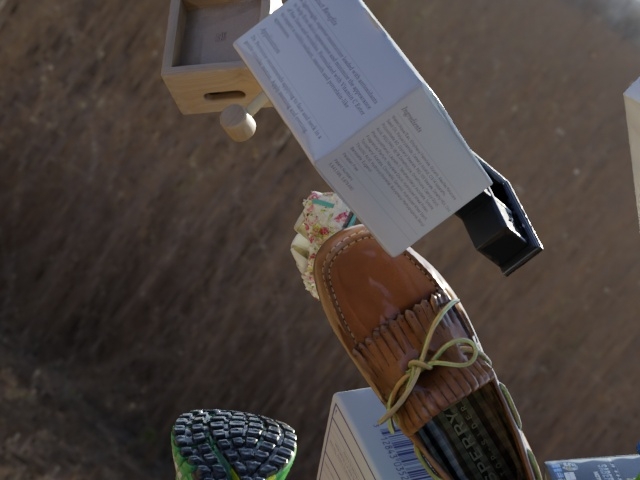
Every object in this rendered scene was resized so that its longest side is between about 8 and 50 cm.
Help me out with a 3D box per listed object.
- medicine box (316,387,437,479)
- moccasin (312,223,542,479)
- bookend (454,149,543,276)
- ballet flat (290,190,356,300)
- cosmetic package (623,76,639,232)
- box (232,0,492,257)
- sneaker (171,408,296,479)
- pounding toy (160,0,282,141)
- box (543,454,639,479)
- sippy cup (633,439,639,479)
[{"bbox_3d":[0.107,0.371,1.776,0.149,0.289,0.263,-7,39,-20],"label":"medicine box"},{"bbox_3d":[0.116,0.152,1.454,0.380,0.139,0.147,64,-3,-15],"label":"moccasin"},{"bbox_3d":[0.236,-0.052,2.090,0.157,0.072,0.156,34,25,-40],"label":"bookend"},{"bbox_3d":[0.000,0.000,1.912,0.077,0.091,0.241,23,-31,5],"label":"ballet flat"},{"bbox_3d":[0.532,-0.108,1.838,0.156,0.217,0.385,36,-19,35],"label":"cosmetic package"},{"bbox_3d":[0.039,-0.114,1.268,0.182,0.119,0.181,47,9,-51],"label":"box"},{"bbox_3d":[-0.101,0.291,1.458,0.134,0.146,0.343,8,26,-3],"label":"sneaker"},{"bbox_3d":[-0.086,-0.193,1.652,0.094,0.181,0.206,64,26,-58],"label":"pounding toy"},{"bbox_3d":[0.456,0.415,2.164,0.183,0.059,0.233,-2,24,-3],"label":"box"},{"bbox_3d":[0.359,0.143,1.027,0.305,0.224,0.240,20,45,-17],"label":"sippy cup"}]
